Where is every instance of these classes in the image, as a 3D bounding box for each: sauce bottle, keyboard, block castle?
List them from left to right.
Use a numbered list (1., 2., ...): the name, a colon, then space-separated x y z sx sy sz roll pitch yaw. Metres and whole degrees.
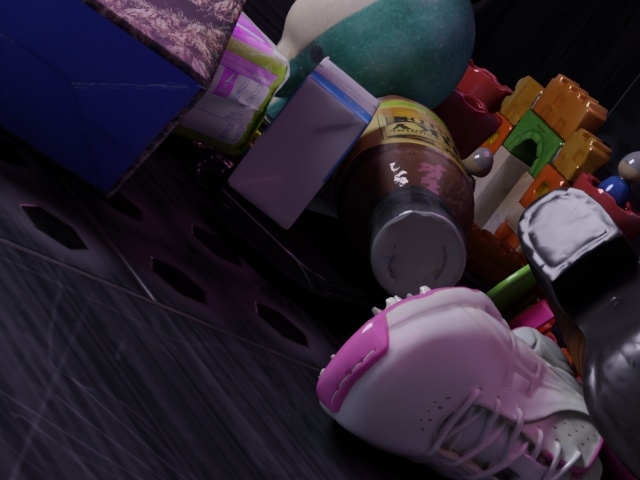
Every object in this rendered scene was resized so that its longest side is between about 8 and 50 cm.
1. keyboard: 0.000 0.000 1.467 0.201 0.033 0.317 43 12 24
2. sauce bottle: 0.067 -0.032 1.445 0.111 0.111 0.344 35 12 -12
3. block castle: 0.144 -0.129 1.955 0.303 0.213 0.453 31 12 -28

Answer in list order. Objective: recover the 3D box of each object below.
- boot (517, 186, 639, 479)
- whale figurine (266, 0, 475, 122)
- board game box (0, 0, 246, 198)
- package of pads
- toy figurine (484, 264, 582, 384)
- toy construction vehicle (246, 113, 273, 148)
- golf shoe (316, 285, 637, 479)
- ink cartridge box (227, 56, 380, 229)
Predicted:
1. boot: 0.242 0.129 1.251 0.280 0.096 0.264 53 2 -46
2. whale figurine: 0.036 -0.156 1.692 0.216 0.272 0.141 -22 78 -37
3. board game box: -0.163 -0.218 1.242 0.232 0.141 0.291 34 43 -16
4. package of pads: -0.187 -0.194 1.469 0.296 0.101 0.229 23 17 -35
5. toy figurine: 0.195 0.114 1.480 0.159 0.130 0.173 54 -9 15
6. toy construction vehicle: -0.069 -0.098 1.653 0.098 0.035 0.086 43 16 4
7. golf shoe: 0.113 0.114 1.154 0.140 0.115 0.306 48 16 30
8. ink cartridge box: -0.008 -0.080 1.413 0.060 0.104 0.180 37 12 -2
